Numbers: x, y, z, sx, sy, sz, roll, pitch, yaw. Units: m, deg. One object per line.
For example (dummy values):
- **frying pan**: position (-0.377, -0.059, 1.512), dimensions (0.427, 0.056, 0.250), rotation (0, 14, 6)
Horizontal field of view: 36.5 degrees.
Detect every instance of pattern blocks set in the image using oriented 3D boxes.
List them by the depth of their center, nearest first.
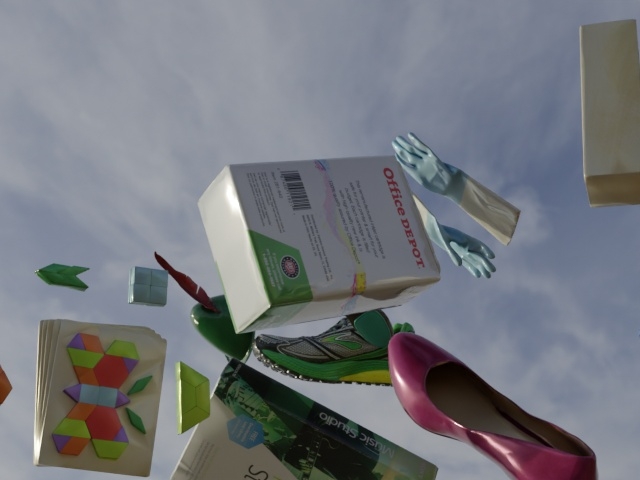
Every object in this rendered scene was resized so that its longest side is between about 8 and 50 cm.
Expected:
- **pattern blocks set**: position (-0.259, 0.183, 1.127), dimensions (0.286, 0.324, 0.026), rotation (-2, -13, -33)

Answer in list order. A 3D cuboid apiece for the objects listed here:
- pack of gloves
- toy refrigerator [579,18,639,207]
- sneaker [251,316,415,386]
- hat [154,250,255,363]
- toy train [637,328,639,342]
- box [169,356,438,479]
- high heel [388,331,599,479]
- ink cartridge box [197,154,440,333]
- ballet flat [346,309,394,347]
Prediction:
- **pack of gloves**: position (0.175, -0.042, 1.438), dimensions (0.046, 0.232, 0.195), rotation (-39, -25, -25)
- **toy refrigerator**: position (0.446, -0.193, 1.464), dimensions (0.094, 0.269, 0.102), rotation (-3, -27, 20)
- **sneaker**: position (0.030, 0.212, 1.934), dimensions (0.344, 0.146, 0.134), rotation (5, -6, -17)
- **hat**: position (-0.251, 0.160, 1.968), dimensions (0.184, 0.208, 0.173), rotation (6, -54, -28)
- **toy train**: position (0.639, 0.199, 1.728), dimensions (0.080, 0.184, 0.105), rotation (-32, -79, -1)
- **box**: position (-0.030, 0.327, 1.357), dimensions (0.322, 0.058, 0.232), rotation (27, -56, 0)
- **high heel**: position (0.227, 0.214, 1.301), dimensions (0.127, 0.377, 0.181), rotation (-22, -39, -31)
- **ink cartridge box**: position (0.000, 0.000, 1.329), dimensions (0.278, 0.201, 0.117), rotation (-6, -22, -33)
- **ballet flat**: position (0.072, 0.118, 1.769), dimensions (0.070, 0.070, 0.188), rotation (-25, -57, 25)
